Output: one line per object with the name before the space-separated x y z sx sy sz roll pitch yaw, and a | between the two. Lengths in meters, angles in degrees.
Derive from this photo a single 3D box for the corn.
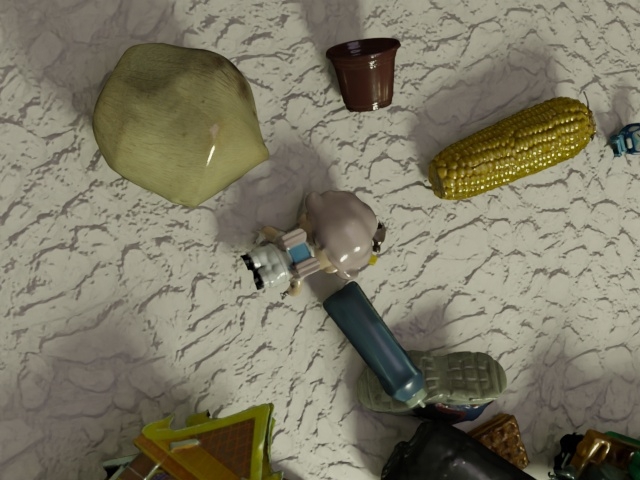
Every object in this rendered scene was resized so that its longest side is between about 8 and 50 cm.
corn | 0.305 -0.145 1.420 0.305 0.106 0.106 -24 103 -23

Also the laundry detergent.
laundry detergent | 0.086 0.156 1.297 0.061 0.096 0.206 -35 83 -16

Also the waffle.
waffle | 0.265 0.353 1.459 0.148 0.042 0.102 -24 104 -23

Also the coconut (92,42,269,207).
coconut | -0.169 -0.146 1.136 0.224 0.224 0.224 -1 93 -26

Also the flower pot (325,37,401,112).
flower pot | 0.067 -0.238 1.306 0.111 0.111 0.089 -21 116 -24

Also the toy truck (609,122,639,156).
toy truck | 0.529 -0.168 1.545 0.090 0.073 0.056 -21 101 -25

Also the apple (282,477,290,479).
apple | -0.044 0.471 1.277 0.193 0.120 0.264 15 89 -36

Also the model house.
model house | -0.108 0.361 1.102 0.358 0.242 0.313 35 70 16

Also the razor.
razor | 0.259 0.392 1.338 0.327 0.189 0.107 27 47 -3

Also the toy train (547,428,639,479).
toy train | 0.551 0.422 1.500 0.429 0.249 0.178 20 104 -13

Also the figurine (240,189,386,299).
figurine | 0.000 0.000 1.273 0.229 0.112 0.137 -23 80 -22

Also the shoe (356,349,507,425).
shoe | 0.167 0.236 1.390 0.228 0.125 0.099 -2 57 -3
